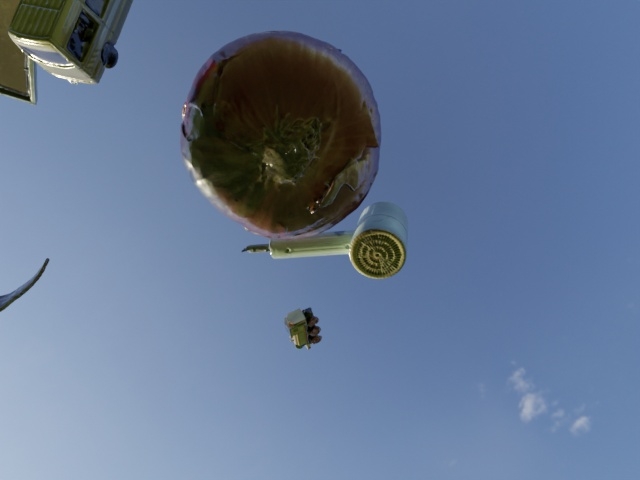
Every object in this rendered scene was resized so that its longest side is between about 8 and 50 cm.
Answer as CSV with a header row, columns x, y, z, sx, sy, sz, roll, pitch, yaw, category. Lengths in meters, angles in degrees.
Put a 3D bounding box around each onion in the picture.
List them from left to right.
x,y,z,sx,sy,sz,roll,pitch,yaw,category
-0.065,-0.182,0.739,0.348,0.285,0.347,-1,-62,-2,onion

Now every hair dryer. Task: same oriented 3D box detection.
x,y,z,sx,sy,sz,roll,pitch,yaw,category
0.000,0.000,0.861,0.357,0.173,0.107,-3,-68,14,hair dryer

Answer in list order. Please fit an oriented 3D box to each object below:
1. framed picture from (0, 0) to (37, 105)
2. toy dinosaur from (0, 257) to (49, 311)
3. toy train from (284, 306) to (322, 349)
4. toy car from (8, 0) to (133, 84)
x,y,z,sx,sy,sz,roll,pitch,yaw,category
-0.641,-0.383,0.728,0.240,0.020,0.324,14,-28,-27,framed picture
-0.711,0.049,0.731,0.327,0.206,0.113,23,-80,-9,toy dinosaur
-0.046,0.236,1.087,0.087,0.050,0.138,-22,-48,-17,toy train
-0.359,-0.378,0.630,0.101,0.124,0.256,15,-99,10,toy car
